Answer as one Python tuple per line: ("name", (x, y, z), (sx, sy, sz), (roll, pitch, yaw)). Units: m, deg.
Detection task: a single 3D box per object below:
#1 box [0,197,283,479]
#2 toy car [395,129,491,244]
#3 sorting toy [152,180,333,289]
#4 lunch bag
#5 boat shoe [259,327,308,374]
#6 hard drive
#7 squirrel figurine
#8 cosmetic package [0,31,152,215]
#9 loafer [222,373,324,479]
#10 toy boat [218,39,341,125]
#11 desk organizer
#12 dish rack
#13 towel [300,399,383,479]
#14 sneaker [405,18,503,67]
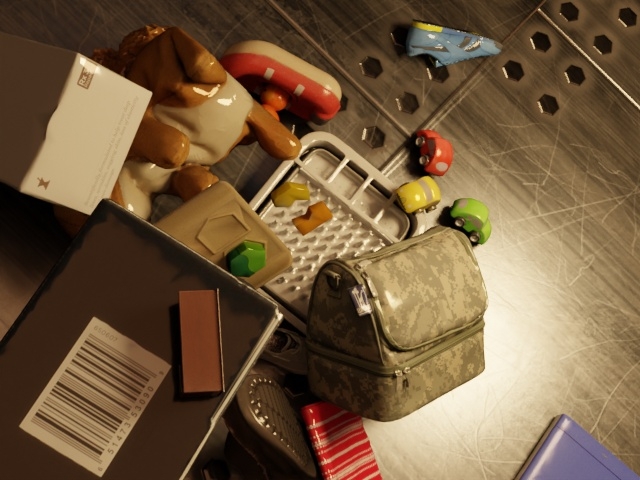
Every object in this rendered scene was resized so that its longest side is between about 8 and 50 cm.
("box", (-0.339, 0.260, 1.506), (0.297, 0.472, 0.479), (33, 68, -5))
("toy car", (0.250, -0.085, 1.981), (0.225, 0.053, 0.239), (43, 40, -17))
("sorting toy", (-0.139, 0.005, 1.719), (0.307, 0.229, 0.041), (-34, 45, 6))
("lunch bag", (0.125, 0.123, 1.746), (0.305, 0.213, 0.255), (-18, 113, -41))
("boat shoe", (-0.061, 0.182, 1.834), (0.184, 0.063, 0.066), (24, 69, -9))
("hard drive", (0.428, 0.501, 1.900), (0.210, 0.040, 0.318), (41, 67, -2))
("squirrel figurine", (-0.309, -0.168, 1.779), (0.370, 0.281, 0.397), (-48, 52, 1))
("cosmetic package", (-0.459, -0.193, 1.626), (0.156, 0.385, 0.217), (24, 89, -51))
("loafer", (-0.089, 0.326, 1.647), (0.130, 0.366, 0.133), (-21, 56, 4))
("toy boat", (-0.087, -0.256, 1.915), (0.231, 0.151, 0.151), (27, 79, -7))
("desk organizer", (-0.151, 0.128, 1.320), (0.050, 0.047, 0.130), (-1, 75, -14))
("dish rack", (0.000, 0.000, 1.902), (0.285, 0.072, 0.333), (39, 67, -4))
("towel", (0.057, 0.388, 1.757), (0.031, 0.199, 0.274), (-24, 80, 22))
("sneaker", (0.263, -0.381, 2.105), (0.209, 0.069, 0.082), (5, 106, -24))
